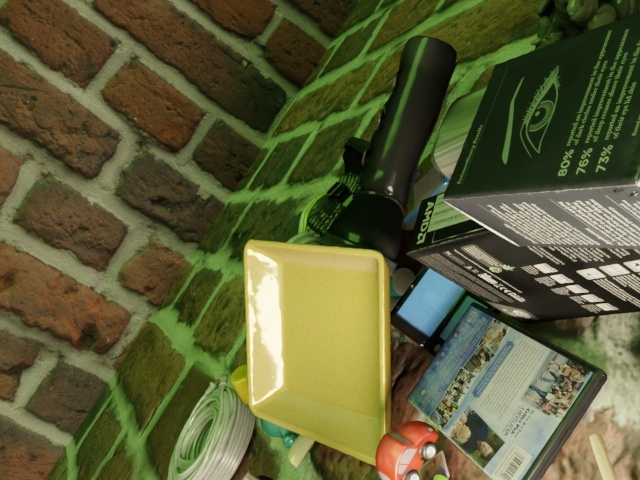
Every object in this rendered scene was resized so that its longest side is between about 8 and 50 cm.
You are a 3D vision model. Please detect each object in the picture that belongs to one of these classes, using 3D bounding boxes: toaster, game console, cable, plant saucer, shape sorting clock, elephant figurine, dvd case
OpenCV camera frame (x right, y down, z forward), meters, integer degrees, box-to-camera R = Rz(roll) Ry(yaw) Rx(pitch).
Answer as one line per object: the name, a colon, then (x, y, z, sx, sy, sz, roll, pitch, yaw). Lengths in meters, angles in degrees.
toaster: (0.316, -0.207, 1.135, 0.146, 0.129, 0.227, -18, 39, 52)
game console: (0.196, 0.109, 0.955, 0.144, 0.085, 0.124, -55, 20, 1)
cable: (-0.252, 0.464, 1.384, 0.257, 0.089, 0.257, -53, 21, 6)
plant saucer: (0.004, 0.168, 1.029, 0.333, 0.081, 0.332, 5, 97, 45)
shape sorting clock: (0.231, -0.113, 1.291, 0.206, 0.040, 0.206, -48, 23, 28)
elephant figurine: (0.469, -0.434, 1.139, 0.186, 0.169, 0.239, -26, 3, -5)
dvd case: (0.231, 0.197, 0.800, 0.180, 0.022, 0.253, -55, 25, -1)

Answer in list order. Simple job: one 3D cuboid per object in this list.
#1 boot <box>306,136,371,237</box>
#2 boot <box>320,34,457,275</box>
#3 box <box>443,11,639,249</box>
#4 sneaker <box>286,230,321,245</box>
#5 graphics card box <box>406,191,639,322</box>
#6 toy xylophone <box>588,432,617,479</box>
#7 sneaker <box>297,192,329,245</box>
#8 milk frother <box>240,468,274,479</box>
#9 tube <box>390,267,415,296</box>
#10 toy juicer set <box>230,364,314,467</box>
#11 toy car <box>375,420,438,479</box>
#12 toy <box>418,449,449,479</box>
boot: (0.073, -0.117, 1.502, 0.260, 0.131, 0.348, -58, 10, 7)
boot: (0.153, -0.172, 1.153, 0.367, 0.146, 0.445, -86, 20, -85)
box: (0.225, -0.081, 0.500, 0.207, 0.108, 0.153, 3, 68, 65)
sneaker: (-0.006, 0.119, 1.196, 0.105, 0.281, 0.115, -32, 46, -16)
graphics card box: (0.305, -0.002, 0.679, 0.371, 0.233, 0.094, -23, 44, 56)
toy xylophone: (0.351, 0.200, 0.474, 0.236, 0.081, 0.322, -39, 25, 36)
sneaker: (0.000, 0.000, 1.569, 0.121, 0.111, 0.299, -4, 53, 44)
milk frother: (-0.099, 0.467, 0.969, 0.143, 0.135, 0.129, -55, -11, -9)
tube: (0.118, 0.089, 1.224, 0.080, 0.052, 0.207, -48, 12, -21)
toy juicer set: (-0.033, 0.302, 1.192, 0.209, 0.089, 0.329, -38, 29, -15)
toy car: (0.063, 0.356, 0.752, 0.239, 0.053, 0.225, -43, 25, 17)
toy: (0.084, 0.392, 0.800, 0.237, 0.056, 0.137, -47, 20, 18)
